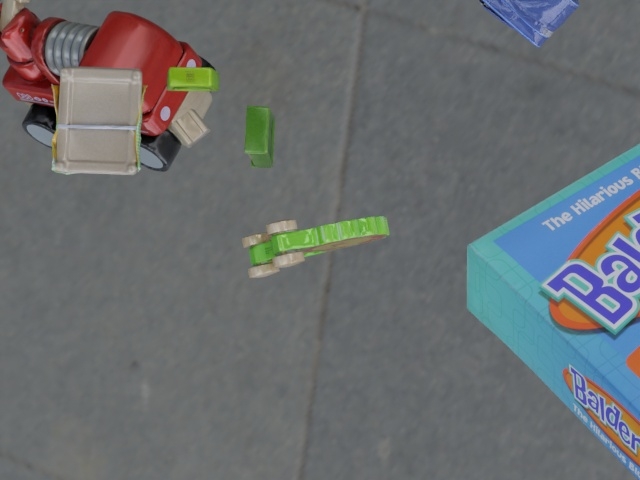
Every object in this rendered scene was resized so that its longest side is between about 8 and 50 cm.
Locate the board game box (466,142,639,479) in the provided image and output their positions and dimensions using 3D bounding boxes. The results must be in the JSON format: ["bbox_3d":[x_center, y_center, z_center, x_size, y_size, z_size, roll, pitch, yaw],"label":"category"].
[{"bbox_3d":[0.183,0.041,0.682,0.210,0.160,0.047,46,157,35],"label":"board game box"}]

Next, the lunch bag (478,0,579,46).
[{"bbox_3d":[0.191,-0.235,1.650,0.098,0.067,0.065,38,110,-8],"label":"lunch bag"}]

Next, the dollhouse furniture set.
[{"bbox_3d":[-0.108,-0.079,1.194,0.151,0.058,0.076,1,85,1],"label":"dollhouse furniture set"}]

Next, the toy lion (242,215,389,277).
[{"bbox_3d":[0.000,0.000,1.282,0.100,0.096,0.034,156,103,-69],"label":"toy lion"}]

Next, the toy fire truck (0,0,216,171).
[{"bbox_3d":[-0.240,-0.210,1.729,0.217,0.158,0.246,13,156,34],"label":"toy fire truck"}]
